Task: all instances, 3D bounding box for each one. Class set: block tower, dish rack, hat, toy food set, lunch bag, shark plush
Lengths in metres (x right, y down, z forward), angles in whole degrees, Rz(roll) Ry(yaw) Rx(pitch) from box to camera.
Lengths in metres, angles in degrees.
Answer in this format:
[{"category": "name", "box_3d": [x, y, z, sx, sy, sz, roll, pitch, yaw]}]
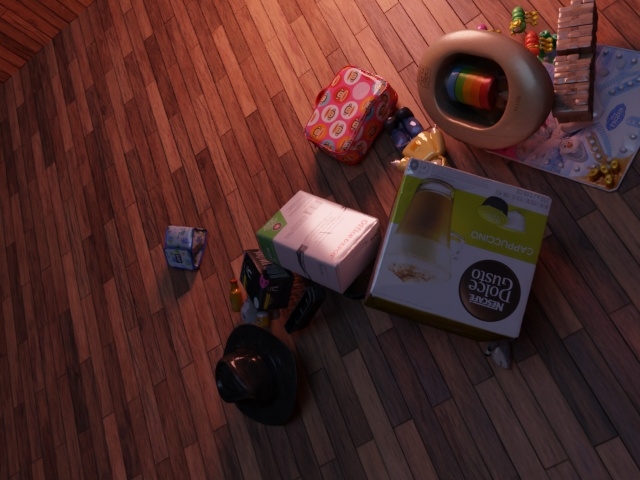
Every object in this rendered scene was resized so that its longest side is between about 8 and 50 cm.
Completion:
[{"category": "block tower", "box_3d": [0.675, -0.468, 1.671, 0.091, 0.097, 0.335, 1, 71, 31]}, {"category": "dish rack", "box_3d": [-0.079, 0.122, 1.920, 0.208, 0.074, 0.271, -58, 45, 44]}, {"category": "hat", "box_3d": [-0.221, 0.406, 1.862, 0.331, 0.134, 0.331, 4, 96, 41]}, {"category": "toy food set", "box_3d": [-0.203, 0.185, 1.973, 0.232, 0.111, 0.105, 17, 117, 62]}, {"category": "lunch bag", "box_3d": [-0.483, 0.026, 2.245, 0.128, 0.096, 0.151, 6, 90, 30]}, {"category": "lunch bag", "box_3d": [0.080, -0.413, 2.041, 0.258, 0.120, 0.293, 34, 92, 35]}, {"category": "shark plush", "box_3d": [0.475, 0.248, 1.629, 0.067, 0.073, 0.161, 18, 60, 15]}]

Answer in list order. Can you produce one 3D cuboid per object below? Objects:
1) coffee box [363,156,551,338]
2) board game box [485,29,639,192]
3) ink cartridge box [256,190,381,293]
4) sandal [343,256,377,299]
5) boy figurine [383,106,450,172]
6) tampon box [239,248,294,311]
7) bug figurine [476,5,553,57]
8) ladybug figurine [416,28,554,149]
[{"category": "coffee box", "box_3d": [0.313, 0.042, 1.539, 0.337, 0.338, 0.334, 17, 81, 4]}, {"category": "board game box", "box_3d": [0.691, -0.366, 1.709, 0.390, 0.050, 0.390, 27, 88, 35]}, {"category": "ink cartridge box", "box_3d": [0.000, 0.000, 1.785, 0.289, 0.121, 0.211, 23, 54, 33]}, {"category": "sandal", "box_3d": [0.233, 0.047, 1.795, 0.445, 0.107, 0.168, -28, 60, 21]}, {"category": "boy figurine", "box_3d": [0.293, -0.265, 1.887, 0.177, 0.092, 0.285, -35, 55, 12]}, {"category": "tampon box", "box_3d": [-0.163, 0.115, 1.895, 0.161, 0.101, 0.120, 51, 136, 47]}, {"category": "bug figurine", "box_3d": [0.523, -0.564, 1.835, 0.279, 0.072, 0.216, -17, 59, 41]}, {"category": "ladybug figurine", "box_3d": [0.445, -0.415, 1.711, 0.449, 0.162, 0.305, 36, 132, 44]}]
